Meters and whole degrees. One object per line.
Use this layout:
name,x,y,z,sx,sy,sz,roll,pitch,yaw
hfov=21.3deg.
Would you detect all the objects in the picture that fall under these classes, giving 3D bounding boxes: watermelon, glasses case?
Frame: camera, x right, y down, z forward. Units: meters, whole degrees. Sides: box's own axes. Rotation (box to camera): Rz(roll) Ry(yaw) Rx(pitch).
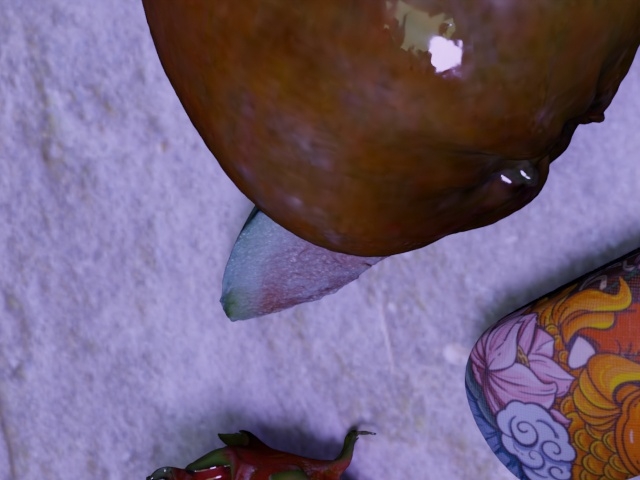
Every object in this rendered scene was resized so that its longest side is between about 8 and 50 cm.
watermelon,-0.009,-0.005,1.107,0.094,0.081,0.180,44,137,-14
glasses case,0.232,0.054,1.011,0.321,0.082,0.122,-28,92,29

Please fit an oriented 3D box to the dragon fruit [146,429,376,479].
dragon fruit,-0.012,0.199,1.153,0.236,0.135,0.137,-2,110,2

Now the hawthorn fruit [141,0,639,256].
hawthorn fruit,0.026,-0.146,0.931,0.301,0.268,0.268,47,120,16
